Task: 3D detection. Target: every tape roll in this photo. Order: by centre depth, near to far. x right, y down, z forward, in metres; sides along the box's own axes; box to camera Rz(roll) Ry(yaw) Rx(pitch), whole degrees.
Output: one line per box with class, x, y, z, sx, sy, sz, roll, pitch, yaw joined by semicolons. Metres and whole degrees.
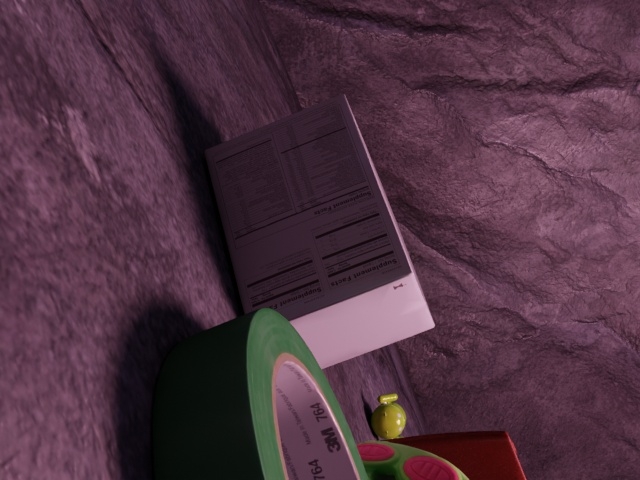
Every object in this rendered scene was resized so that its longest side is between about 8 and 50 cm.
tape roll;-0.022;0.217;0.580;0.321;0.077;0.321;-22;90;-82

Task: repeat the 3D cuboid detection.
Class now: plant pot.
plant pot;0.177;0.388;0.961;0.267;0.235;0.267;54;16;-65

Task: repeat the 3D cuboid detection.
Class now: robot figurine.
robot figurine;0.135;0.357;1.419;0.115;0.067;0.101;35;47;-77

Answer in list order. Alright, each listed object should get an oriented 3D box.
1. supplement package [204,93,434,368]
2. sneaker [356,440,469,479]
supplement package;0.000;0.000;0.916;0.199;0.198;0.263;57;13;-61
sneaker;0.175;0.404;0.727;0.483;0.185;0.202;38;-29;28
